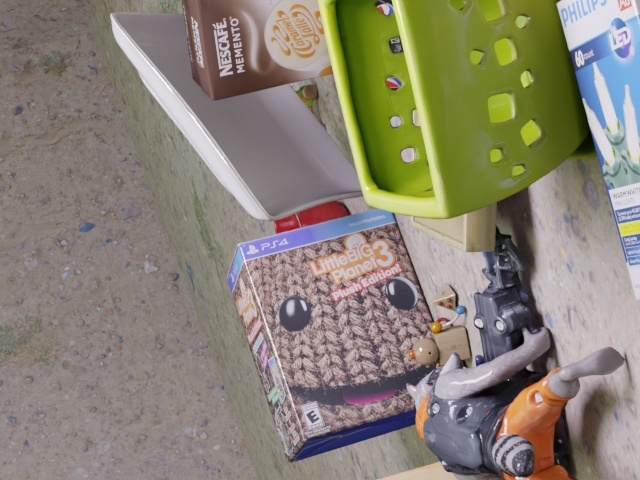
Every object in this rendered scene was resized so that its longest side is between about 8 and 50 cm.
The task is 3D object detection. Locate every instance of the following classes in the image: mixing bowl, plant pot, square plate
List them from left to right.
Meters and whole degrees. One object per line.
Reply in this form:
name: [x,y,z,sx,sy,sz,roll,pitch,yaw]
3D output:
square plate: [-0.109,-0.170,1.886,0.344,0.049,0.347,51,-157,9]
mixing bowl: [0.000,0.000,2.153,0.181,0.098,0.181,165,90,-74]
plant pot: [0.143,-0.155,1.270,0.227,0.207,0.228,-164,61,-72]

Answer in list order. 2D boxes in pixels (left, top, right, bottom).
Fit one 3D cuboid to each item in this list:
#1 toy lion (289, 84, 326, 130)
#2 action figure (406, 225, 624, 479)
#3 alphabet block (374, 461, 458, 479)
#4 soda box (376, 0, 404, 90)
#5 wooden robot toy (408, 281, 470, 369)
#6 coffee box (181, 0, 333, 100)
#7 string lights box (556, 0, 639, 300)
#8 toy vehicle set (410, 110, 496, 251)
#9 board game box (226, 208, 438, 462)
toy lion: [-0.048,-0.198,2.139,0.034,0.096,0.100,-164,60,-73]
action figure: [0.192,0.165,1.487,0.330,0.179,0.341,-1,104,65]
alphabet block: [0.149,0.389,1.665,0.192,0.197,0.193,99,154,-56]
soda box: [0.082,-0.224,1.604,0.169,0.053,0.060,67,-153,-68]
wooden robot toy: [0.150,0.146,1.788,0.076,0.079,0.173,-156,53,-71]
coffee box: [-0.042,-0.278,1.747,0.098,0.247,0.141,-129,28,-57]
string lights box: [0.278,-0.087,1.095,0.133,0.077,0.259,160,95,-76]
toy vehicle set: [0.146,-0.131,1.517,0.166,0.035,0.266,-146,54,-69]
board game box: [0.027,0.130,1.925,0.141,0.232,0.291,116,137,-67]
